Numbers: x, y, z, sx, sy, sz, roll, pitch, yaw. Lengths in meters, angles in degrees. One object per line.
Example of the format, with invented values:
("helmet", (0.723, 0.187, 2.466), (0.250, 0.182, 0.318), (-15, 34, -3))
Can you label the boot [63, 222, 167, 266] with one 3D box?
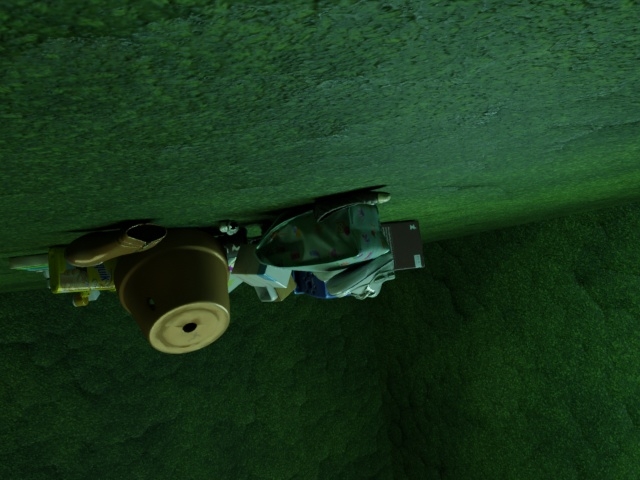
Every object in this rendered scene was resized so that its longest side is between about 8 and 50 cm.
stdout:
("boot", (-0.434, 0.001, 1.283), (0.197, 0.072, 0.152), (-19, -176, -33))

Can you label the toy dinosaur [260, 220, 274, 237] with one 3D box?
("toy dinosaur", (-0.113, 0.000, 1.645), (0.064, 0.118, 0.268), (-41, -179, -5))

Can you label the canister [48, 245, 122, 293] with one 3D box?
("canister", (-0.601, 0.072, 1.551), (0.170, 0.126, 0.073), (-2, 173, -41))

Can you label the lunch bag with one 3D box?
("lunch bag", (0.000, 0.000, 1.442), (0.262, 0.160, 0.223), (-16, 174, 25))

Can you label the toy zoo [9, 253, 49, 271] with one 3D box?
("toy zoo", (-0.762, 0.063, 1.769), (0.193, 0.030, 0.293), (-7, 176, -9))

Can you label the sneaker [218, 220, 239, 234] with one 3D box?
("sneaker", (-0.214, -0.031, 1.470), (0.037, 0.031, 0.083), (-9, 176, 18))

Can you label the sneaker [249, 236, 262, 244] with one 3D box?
("sneaker", (-0.158, 0.009, 1.948), (0.158, 0.061, 0.065), (-9, 169, 11))

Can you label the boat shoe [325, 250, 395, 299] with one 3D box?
("boat shoe", (0.107, 0.099, 1.466), (0.096, 0.088, 0.267), (-18, -176, 30))

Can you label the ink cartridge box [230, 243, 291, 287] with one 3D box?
("ink cartridge box", (-0.157, 0.065, 1.575), (0.143, 0.089, 0.092), (0, 155, 38))

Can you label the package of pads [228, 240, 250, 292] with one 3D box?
("package of pads", (-0.322, 0.098, 1.976), (0.229, 0.101, 0.296), (-38, 168, 11))

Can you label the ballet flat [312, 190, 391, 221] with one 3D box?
("ballet flat", (0.066, -0.075, 1.266), (0.173, 0.049, 0.057), (-9, 176, 23))

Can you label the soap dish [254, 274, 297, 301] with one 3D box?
("soap dish", (-0.201, 0.121, 2.344), (0.118, 0.228, 0.291), (-24, 180, -16))

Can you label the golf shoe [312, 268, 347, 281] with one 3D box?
("golf shoe", (-0.035, 0.003, 1.697), (0.115, 0.140, 0.306), (-35, -145, -22))

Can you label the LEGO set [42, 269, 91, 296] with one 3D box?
("LEGO set", (-0.714, 0.126, 1.844), (0.087, 0.093, 0.227), (-11, 175, 41))

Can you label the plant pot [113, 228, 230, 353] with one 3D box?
("plant pot", (-0.348, 0.141, 1.503), (0.291, 0.203, 0.290), (-17, 140, -15))

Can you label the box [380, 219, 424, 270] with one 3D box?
("box", (0.238, 0.029, 2.140), (0.167, 0.168, 0.203), (-5, 175, -22))

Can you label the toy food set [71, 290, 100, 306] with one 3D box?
("toy food set", (-0.798, 0.134, 2.005), (0.105, 0.111, 0.232), (-8, -153, 7))

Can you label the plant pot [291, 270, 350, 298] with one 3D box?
("plant pot", (0.010, 0.104, 2.379), (0.212, 0.235, 0.236), (-4, 180, 40))

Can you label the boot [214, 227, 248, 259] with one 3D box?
("boot", (-0.328, 0.042, 1.741), (0.223, 0.118, 0.338), (-11, 180, -21))
